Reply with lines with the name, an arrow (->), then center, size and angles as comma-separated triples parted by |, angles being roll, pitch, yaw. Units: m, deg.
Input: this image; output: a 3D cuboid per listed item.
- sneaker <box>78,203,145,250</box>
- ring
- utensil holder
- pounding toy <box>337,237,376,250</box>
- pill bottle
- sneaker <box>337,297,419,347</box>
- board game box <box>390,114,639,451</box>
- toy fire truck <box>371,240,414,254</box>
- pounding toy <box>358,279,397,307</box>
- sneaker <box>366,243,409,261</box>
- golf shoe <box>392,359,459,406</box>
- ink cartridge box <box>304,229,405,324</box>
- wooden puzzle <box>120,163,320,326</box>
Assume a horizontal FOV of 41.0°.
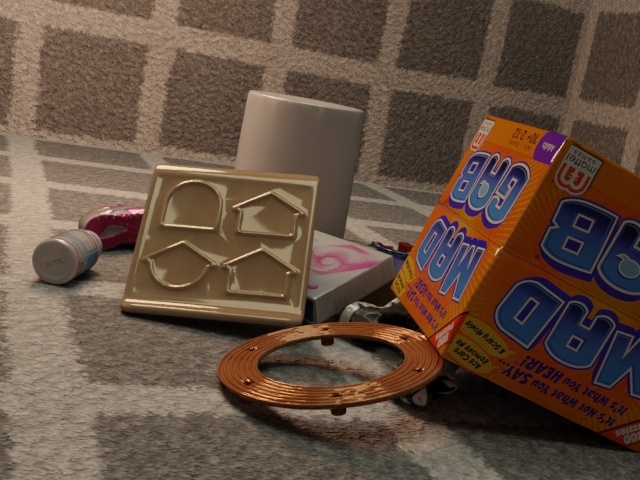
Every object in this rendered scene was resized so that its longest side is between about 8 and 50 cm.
sneaker -> -0.436, -0.039, 1.943 | 0.252, 0.103, 0.111 | 1, 16, -41
ring -> 0.016, 0.187, 1.270 | 0.336, 0.032, 0.336 | -4, 13, 1
utensil holder -> -0.067, -0.172, 2.221 | 0.327, 0.386, 0.327 | 11, 12, -2
pounding toy -> 0.000, 0.000, 2.012 | 0.269, 0.155, 0.154 | 9, 7, -9
pill bottle -> -0.474, 0.025, 1.626 | 0.087, 0.087, 0.160 | 11, 11, 4
sneaker -> 0.147, 0.157, 1.595 | 0.234, 0.078, 0.106 | -2, 22, -41
board game box -> 0.381, 0.048, 1.384 | 0.356, 0.357, 0.356 | 27, 8, -12
toy fire truck -> 0.200, 0.042, 2.270 | 0.135, 0.047, 0.192 | 9, 12, -15
pounding toy -> 0.140, 0.088, 1.864 | 0.205, 0.094, 0.181 | 15, 12, 20
sneaker -> 0.207, 0.067, 2.066 | 0.232, 0.082, 0.090 | 25, 5, 35
golf shoe -> 0.182, 0.218, 1.348 | 0.086, 0.068, 0.186 | 25, 27, 31
ink cartridge box -> -0.023, 0.037, 1.755 | 0.324, 0.072, 0.330 | 18, 32, 37
wooden puzzle -> -0.175, 0.011, 1.586 | 0.321, 0.081, 0.348 | 5, 54, 3
